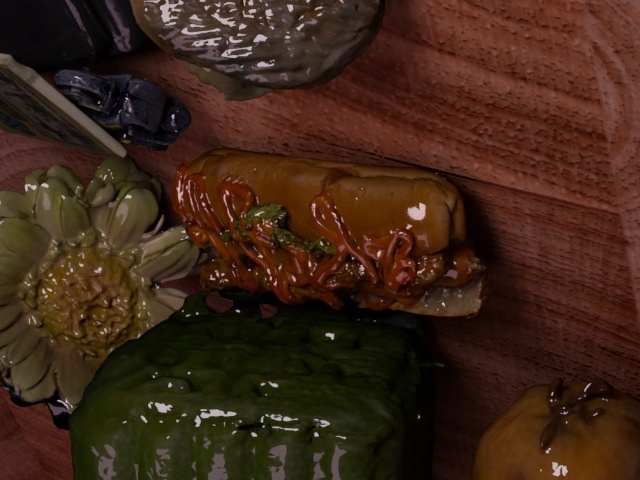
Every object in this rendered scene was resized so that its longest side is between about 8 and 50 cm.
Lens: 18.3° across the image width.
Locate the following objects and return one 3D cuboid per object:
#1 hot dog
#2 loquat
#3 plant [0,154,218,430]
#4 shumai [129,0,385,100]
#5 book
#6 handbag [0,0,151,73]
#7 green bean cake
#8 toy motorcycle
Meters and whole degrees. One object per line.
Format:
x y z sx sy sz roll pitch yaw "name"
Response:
0.000 0.000 1.883 0.349 0.117 0.158 9 140 36 "hot dog"
0.254 0.242 1.901 0.238 0.193 0.238 31 150 20 "loquat"
-0.276 0.063 2.095 0.297 0.261 0.306 7 128 38 "plant"
-0.051 -0.200 1.659 0.209 0.161 0.153 -1 175 1 "shumai"
-0.296 -0.137 1.897 0.192 0.013 0.168 13 160 45 "book"
-0.304 -0.258 1.857 0.275 0.088 0.244 1 132 45 "handbag"
-0.050 0.182 1.898 0.335 0.319 0.218 -1 105 9 "green bean cake"
-0.179 -0.121 1.898 0.124 0.061 0.193 13 169 9 "toy motorcycle"
